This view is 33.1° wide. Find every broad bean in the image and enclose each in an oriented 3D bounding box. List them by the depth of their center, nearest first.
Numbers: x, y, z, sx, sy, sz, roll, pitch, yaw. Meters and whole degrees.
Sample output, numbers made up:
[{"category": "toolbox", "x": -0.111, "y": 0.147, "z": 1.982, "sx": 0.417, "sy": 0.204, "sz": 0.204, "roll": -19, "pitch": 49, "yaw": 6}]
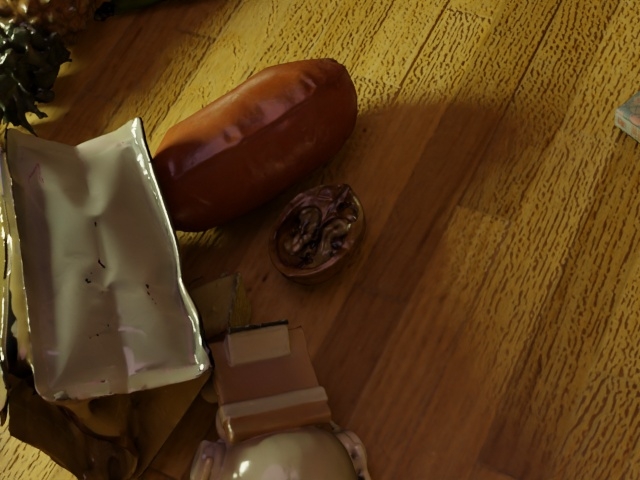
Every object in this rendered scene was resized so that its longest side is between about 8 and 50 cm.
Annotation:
[{"category": "broad bean", "x": -0.146, "y": -0.328, "z": 1.349, "sx": 0.298, "sy": 0.043, "sz": 0.060, "roll": -8, "pitch": 73, "yaw": 10}]

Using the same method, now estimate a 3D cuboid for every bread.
[{"category": "bread", "x": -0.126, "y": 0.074, "z": 1.071, "sx": 0.109, "sy": 0.080, "sz": 0.084, "roll": 3, "pitch": 56, "yaw": 14}]

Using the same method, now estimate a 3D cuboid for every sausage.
[{"category": "sausage", "x": -0.071, "y": -0.101, "z": 1.137, "sx": 0.258, "sy": 0.133, "sz": 0.133, "roll": -33, "pitch": 57, "yaw": -10}]

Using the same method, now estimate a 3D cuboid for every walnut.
[{"category": "walnut", "x": 0.000, "y": 0.000, "z": 1.103, "sx": 0.091, "sy": 0.052, "sz": 0.121, "roll": 24, "pitch": 65, "yaw": 27}]

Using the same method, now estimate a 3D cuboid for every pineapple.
[{"category": "pineapple", "x": -0.357, "y": -0.236, "z": 1.286, "sx": 0.169, "sy": 0.169, "sz": 0.340, "roll": 2, "pitch": 66, "yaw": 15}]

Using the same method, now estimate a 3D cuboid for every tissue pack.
[{"category": "tissue pack", "x": 0.352, "y": -0.121, "z": 1.102, "sx": 0.063, "sy": 0.035, "sz": 0.083, "roll": -39, "pitch": 58, "yaw": -12}]

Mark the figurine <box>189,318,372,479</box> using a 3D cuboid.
[{"category": "figurine", "x": -0.041, "y": 0.193, "z": 0.952, "sx": 0.163, "sy": 0.141, "sz": 0.236, "roll": -10, "pitch": 64, "yaw": -22}]

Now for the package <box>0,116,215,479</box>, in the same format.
[{"category": "package", "x": -0.244, "y": 0.050, "z": 1.014, "sx": 0.165, "sy": 0.221, "sz": 0.311, "roll": 6, "pitch": 49, "yaw": -32}]
